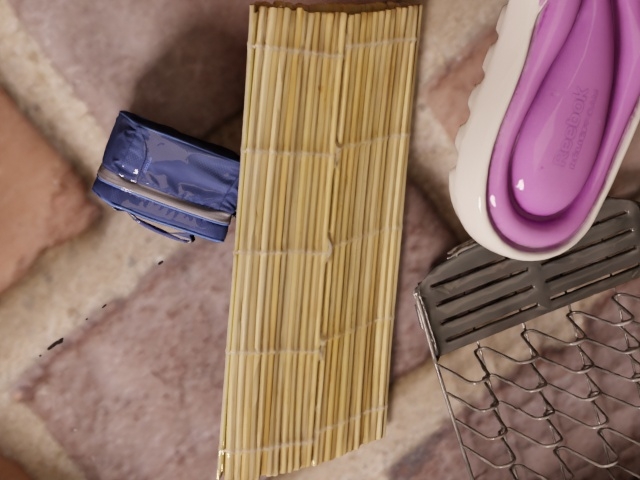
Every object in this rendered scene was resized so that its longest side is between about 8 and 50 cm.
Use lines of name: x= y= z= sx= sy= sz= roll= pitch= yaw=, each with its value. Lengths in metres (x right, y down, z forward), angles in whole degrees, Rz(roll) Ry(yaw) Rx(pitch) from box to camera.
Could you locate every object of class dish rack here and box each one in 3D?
dish rack: x=0.187 y=0.111 z=1.030 sx=0.208 sy=0.074 sz=0.271 roll=-21 pitch=107 yaw=-11

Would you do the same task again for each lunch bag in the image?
lunch bag: x=-0.094 y=-0.036 z=0.922 sx=0.098 sy=0.067 sz=0.065 roll=20 pitch=97 yaw=-20

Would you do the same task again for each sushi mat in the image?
sushi mat: x=0.000 y=0.000 z=0.950 sx=0.151 sy=0.019 sz=0.316 roll=-7 pitch=107 yaw=-45

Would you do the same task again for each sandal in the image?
sandal: x=0.205 y=-0.176 z=0.909 sx=0.169 sy=0.102 sz=0.416 roll=3 pitch=108 yaw=-34
